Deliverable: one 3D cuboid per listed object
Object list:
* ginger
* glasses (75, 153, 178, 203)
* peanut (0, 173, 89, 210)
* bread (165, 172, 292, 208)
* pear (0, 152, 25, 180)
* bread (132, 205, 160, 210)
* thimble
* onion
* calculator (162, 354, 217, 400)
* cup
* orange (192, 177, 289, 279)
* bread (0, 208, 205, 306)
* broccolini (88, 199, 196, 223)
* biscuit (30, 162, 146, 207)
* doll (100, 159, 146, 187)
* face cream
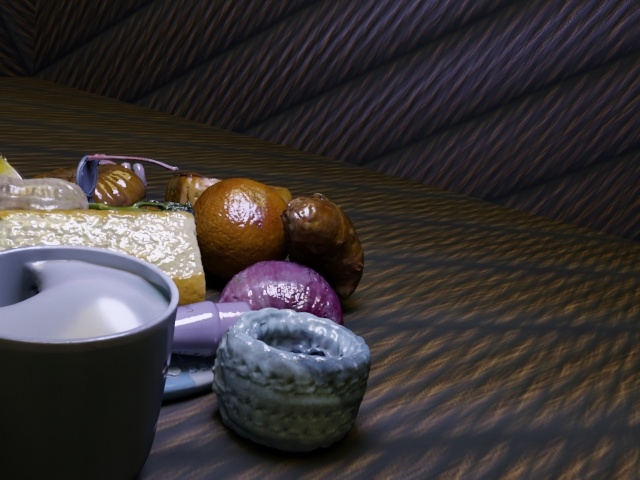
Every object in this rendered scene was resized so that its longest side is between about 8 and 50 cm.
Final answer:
[{"bbox_3d":[0.000,0.000,1.343,0.165,0.321,0.172,-13,49,17],"label":"ginger"},{"bbox_3d":[-0.438,-0.088,1.414,0.269,0.234,0.118,2,15,10],"label":"glasses"},{"bbox_3d":[-0.592,-0.068,1.156,0.298,0.120,0.136,3,9,-44],"label":"peanut"},{"bbox_3d":[-0.261,-0.096,1.687,0.328,0.147,0.337,7,2,-25],"label":"bread"},{"bbox_3d":[-0.728,-0.059,1.301,0.267,0.266,0.178,27,53,35],"label":"pear"},{"bbox_3d":[-0.482,-0.049,1.575,0.189,0.077,0.114,11,34,35],"label":"bread"},{"bbox_3d":[-0.050,0.222,0.968,0.250,0.171,0.205,12,15,-10],"label":"thimble"},{"bbox_3d":[-0.075,0.111,1.267,0.267,0.159,0.348,13,20,-7],"label":"onion"},{"bbox_3d":[-0.291,0.211,1.027,0.303,0.042,0.188,-2,25,-37],"label":"calculator"},{"bbox_3d":[-0.356,0.160,0.786,0.260,0.274,0.357,-2,23,-37],"label":"cup"},{"bbox_3d":[-0.187,-0.022,1.422,0.264,0.264,0.264,11,20,-4],"label":"orange"},{"bbox_3d":[-0.410,0.063,1.117,0.376,0.165,0.236,-2,64,-29],"label":"bread"},{"bbox_3d":[-0.463,-0.061,1.346,0.392,0.073,0.078,7,38,16],"label":"broccolini"},{"bbox_3d":[-0.641,-0.140,1.606,0.326,0.107,0.325,0,20,0],"label":"biscuit"},{"bbox_3d":[-0.634,-0.189,1.835,0.192,0.095,0.149,10,-21,-25],"label":"doll"},{"bbox_3d":[-0.257,0.154,1.019,0.274,0.096,0.154,0,5,-24],"label":"face cream"}]
